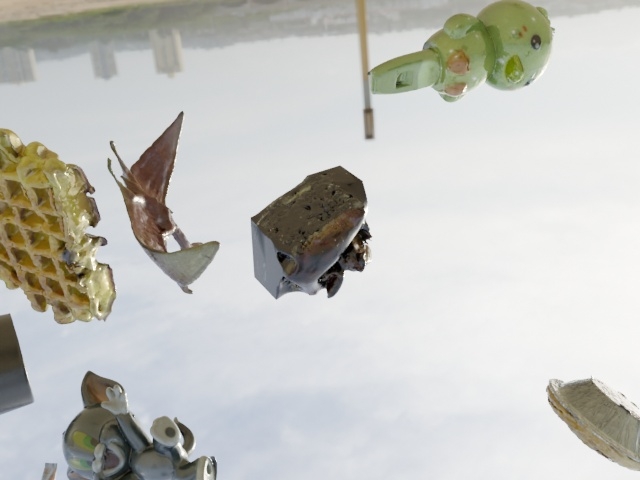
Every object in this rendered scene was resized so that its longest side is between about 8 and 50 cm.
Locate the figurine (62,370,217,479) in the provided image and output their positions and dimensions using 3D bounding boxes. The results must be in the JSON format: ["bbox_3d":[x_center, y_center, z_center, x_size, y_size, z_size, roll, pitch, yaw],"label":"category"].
[{"bbox_3d":[-0.287,0.309,1.090,0.265,0.193,0.140,1,-174,4],"label":"figurine"}]

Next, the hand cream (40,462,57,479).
[{"bbox_3d":[-0.574,0.566,1.442,0.043,0.209,0.067,19,155,-36],"label":"hand cream"}]

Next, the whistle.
[{"bbox_3d":[0.220,-0.255,1.004,0.294,0.141,0.141,-29,-154,-21],"label":"whistle"}]

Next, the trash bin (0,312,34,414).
[{"bbox_3d":[-0.692,0.250,1.220,0.334,0.214,0.214,-17,-158,-26],"label":"trash bin"}]

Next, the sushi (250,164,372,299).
[{"bbox_3d":[-0.001,0.000,1.467,0.227,0.215,0.212,-20,-142,-27],"label":"sushi"}]

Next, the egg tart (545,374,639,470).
[{"bbox_3d":[0.524,0.323,1.290,0.234,0.094,0.234,30,-167,-8],"label":"egg tart"}]

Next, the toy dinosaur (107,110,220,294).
[{"bbox_3d":[-0.183,-0.050,0.883,0.113,0.206,0.327,-33,-171,2],"label":"toy dinosaur"}]

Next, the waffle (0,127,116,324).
[{"bbox_3d":[-0.356,-0.010,0.881,0.309,0.283,0.065,-29,-160,46],"label":"waffle"}]
